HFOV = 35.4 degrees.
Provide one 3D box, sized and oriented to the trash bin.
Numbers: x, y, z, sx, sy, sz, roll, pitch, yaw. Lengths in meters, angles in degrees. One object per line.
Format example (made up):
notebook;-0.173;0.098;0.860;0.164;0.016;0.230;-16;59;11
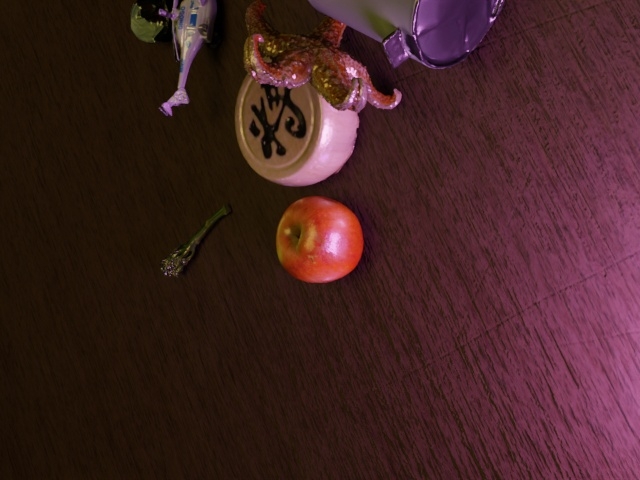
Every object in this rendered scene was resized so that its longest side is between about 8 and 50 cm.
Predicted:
trash bin;0.129;-0.422;1.604;0.262;0.217;0.277;34;75;35

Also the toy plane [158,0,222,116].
toy plane;-0.266;-0.396;2.033;0.107;0.182;0.273;5;63;10

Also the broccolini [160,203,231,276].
broccolini;-0.264;0.000;2.154;0.239;0.051;0.054;-42;59;30

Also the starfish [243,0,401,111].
starfish;0.005;-0.317;1.721;0.312;0.303;0.113;24;128;-5

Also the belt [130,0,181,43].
belt;-0.351;-0.480;2.174;0.140;0.058;0.105;2;101;40

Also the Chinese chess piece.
Chinese chess piece;-0.047;-0.229;1.877;0.257;0.104;0.257;6;98;42

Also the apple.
apple;0.000;0.000;1.836;0.163;0.139;0.163;-13;73;48
